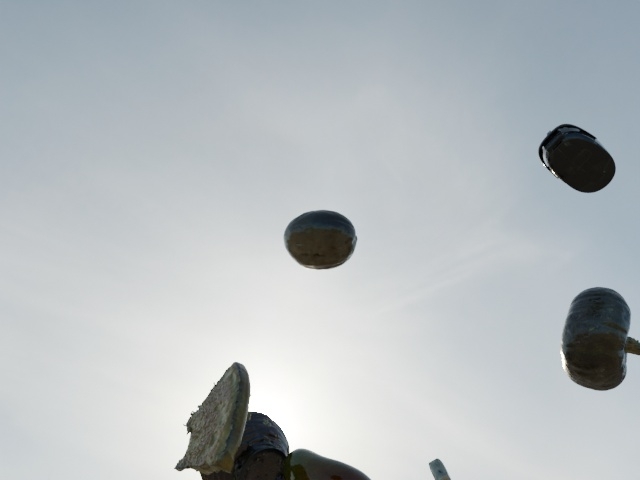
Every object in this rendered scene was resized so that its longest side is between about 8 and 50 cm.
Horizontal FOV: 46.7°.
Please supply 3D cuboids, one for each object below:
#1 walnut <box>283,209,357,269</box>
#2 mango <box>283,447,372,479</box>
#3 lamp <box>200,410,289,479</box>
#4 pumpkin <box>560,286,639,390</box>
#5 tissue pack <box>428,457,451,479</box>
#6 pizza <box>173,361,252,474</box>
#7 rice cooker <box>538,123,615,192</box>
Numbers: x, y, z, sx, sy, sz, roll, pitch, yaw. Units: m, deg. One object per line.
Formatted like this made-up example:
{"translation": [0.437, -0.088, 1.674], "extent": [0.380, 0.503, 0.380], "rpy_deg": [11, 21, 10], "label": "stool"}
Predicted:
{"translation": [0.000, -0.001, 1.634], "extent": [0.162, 0.140, 0.140], "rpy_deg": [-9, -35, -1], "label": "walnut"}
{"translation": [0.024, 0.570, 1.679], "extent": [0.289, 0.146, 0.129], "rpy_deg": [19, -44, 28], "label": "mango"}
{"translation": [-0.193, 0.541, 1.852], "extent": [0.247, 0.246, 0.247], "rpy_deg": [5, -34, 3], "label": "lamp"}
{"translation": [0.596, 0.217, 1.564], "extent": [0.162, 0.219, 0.219], "rpy_deg": [8, -32, 22], "label": "pumpkin"}
{"translation": [0.331, 0.645, 2.033], "extent": [0.042, 0.062, 0.083], "rpy_deg": [-26, -46, 0], "label": "tissue pack"}
{"translation": [-0.231, 0.431, 1.688], "extent": [0.089, 0.323, 0.223], "rpy_deg": [37, -65, -19], "label": "pizza"}
{"translation": [0.537, -0.174, 1.551], "extent": [0.165, 0.106, 0.112], "rpy_deg": [39, -67, -5], "label": "rice cooker"}
